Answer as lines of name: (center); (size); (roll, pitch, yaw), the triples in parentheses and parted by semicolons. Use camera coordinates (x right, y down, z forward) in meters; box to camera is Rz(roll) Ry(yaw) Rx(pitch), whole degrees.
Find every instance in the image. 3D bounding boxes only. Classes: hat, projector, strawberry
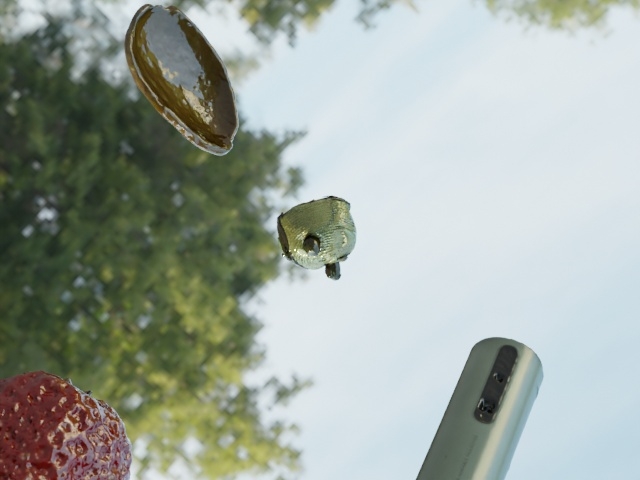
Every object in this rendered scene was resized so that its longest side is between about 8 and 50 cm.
hat: (-0.001, 0.000, 1.479); (0.076, 0.077, 0.059); (-15, -125, -6)
projector: (0.192, 0.270, 1.939); (0.108, 0.108, 0.337); (-27, -157, 41)
strawberry: (-0.361, 0.308, 1.905); (0.257, 0.257, 0.277); (-34, -146, 28)

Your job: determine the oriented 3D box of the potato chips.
potato chips: (-0.174, -0.196, 1.874); (0.049, 0.201, 0.150); (-18, -144, 31)
